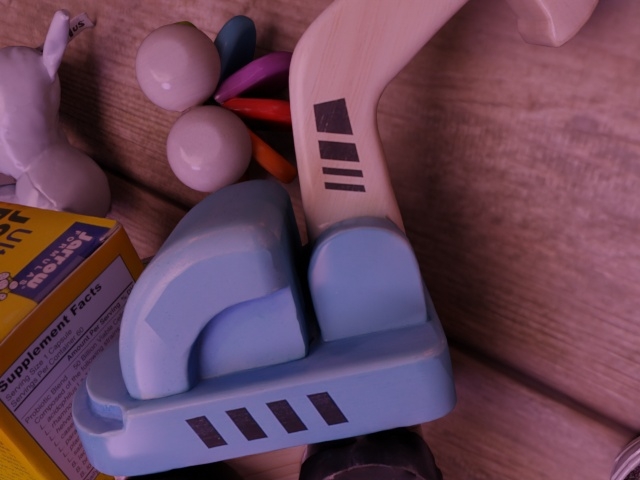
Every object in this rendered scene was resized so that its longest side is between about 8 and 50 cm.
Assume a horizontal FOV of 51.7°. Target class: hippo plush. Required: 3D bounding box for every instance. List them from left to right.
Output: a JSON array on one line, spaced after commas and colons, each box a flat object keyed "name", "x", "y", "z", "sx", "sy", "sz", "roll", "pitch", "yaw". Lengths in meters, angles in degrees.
[{"name": "hippo plush", "x": -0.365, "y": -0.113, "z": 0.843, "sx": 0.294, "sy": 0.234, "sz": 0.237, "roll": -27, "pitch": 108, "yaw": 1}]

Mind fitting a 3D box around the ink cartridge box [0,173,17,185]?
[{"name": "ink cartridge box", "x": -0.624, "y": -0.060, "z": 0.989, "sx": 0.198, "sy": 0.270, "sz": 0.197, "roll": -29, "pitch": 85, "yaw": 41}]

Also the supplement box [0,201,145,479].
[{"name": "supplement box", "x": -0.263, "y": 0.163, "z": 0.690, "sx": 0.195, "sy": 0.194, "sz": 0.357, "roll": 9, "pitch": 134, "yaw": 28}]

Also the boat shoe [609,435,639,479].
[{"name": "boat shoe", "x": 0.271, "y": 0.137, "z": 0.453, "sx": 0.066, "sy": 0.063, "sz": 0.184, "roll": 54, "pitch": 130, "yaw": 13}]

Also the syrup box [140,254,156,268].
[{"name": "syrup box", "x": -0.140, "y": 0.057, "z": 0.745, "sx": 0.236, "sy": 0.096, "sz": 0.093, "roll": -10, "pitch": 98, "yaw": 40}]

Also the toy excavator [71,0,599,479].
[{"name": "toy excavator", "x": 0.000, "y": 0.000, "z": 0.487, "sx": 0.432, "sy": 0.222, "sz": 0.445, "roll": -13, "pitch": 109, "yaw": 5}]

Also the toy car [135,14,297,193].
[{"name": "toy car", "x": -0.077, "y": -0.128, "z": 0.621, "sx": 0.136, "sy": 0.159, "sz": 0.182, "roll": -21, "pitch": 89, "yaw": 7}]
